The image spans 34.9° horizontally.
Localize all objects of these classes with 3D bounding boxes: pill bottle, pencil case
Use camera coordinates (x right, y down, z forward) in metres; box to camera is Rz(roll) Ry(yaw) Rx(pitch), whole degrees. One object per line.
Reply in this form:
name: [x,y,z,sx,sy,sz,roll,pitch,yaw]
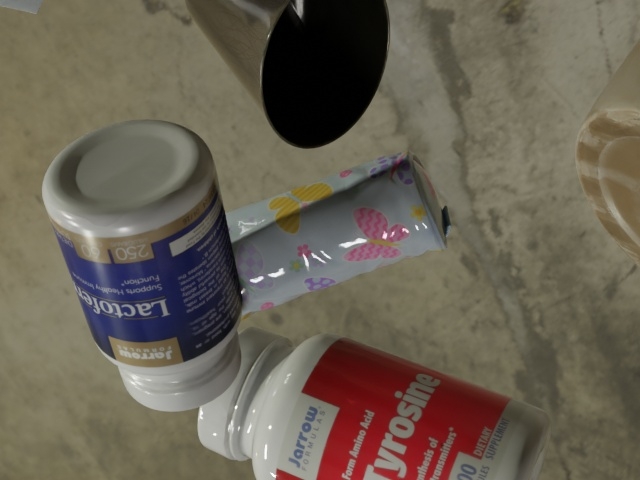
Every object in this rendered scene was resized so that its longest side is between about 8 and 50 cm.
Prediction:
pill bottle: [0.063,0.254,1.286,0.407,0.229,0.229,18,129,19]
pencil case: [0.000,0.000,1.096,0.273,0.113,0.124,-21,127,13]
pill bottle: [-0.156,0.032,0.968,0.153,0.153,0.265,20,138,29]

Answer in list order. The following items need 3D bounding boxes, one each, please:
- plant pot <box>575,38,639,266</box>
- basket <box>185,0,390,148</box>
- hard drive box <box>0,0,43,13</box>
plant pot: [0.369,-0.104,0.820,0.323,0.280,0.323,48,163,20]
basket: [-0.049,-0.243,1.132,0.227,0.154,0.204,46,138,44]
hard drive box: [-0.355,-0.343,0.962,0.089,0.181,0.232,-49,48,39]
